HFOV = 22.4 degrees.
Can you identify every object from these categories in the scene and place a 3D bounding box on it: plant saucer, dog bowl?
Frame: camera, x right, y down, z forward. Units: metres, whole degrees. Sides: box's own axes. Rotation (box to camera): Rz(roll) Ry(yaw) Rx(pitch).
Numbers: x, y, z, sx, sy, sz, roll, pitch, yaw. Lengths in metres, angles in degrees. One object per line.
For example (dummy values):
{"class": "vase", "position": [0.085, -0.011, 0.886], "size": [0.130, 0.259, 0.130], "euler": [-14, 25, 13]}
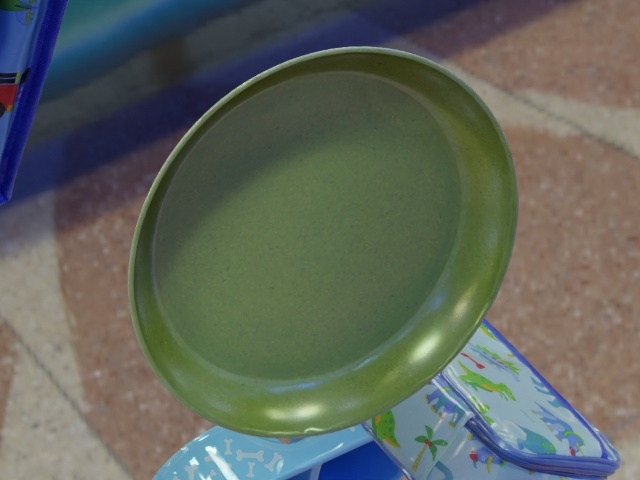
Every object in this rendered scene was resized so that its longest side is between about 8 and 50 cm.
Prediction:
{"class": "plant saucer", "position": [0.000, 0.000, 0.921], "size": [0.241, 0.241, 0.037], "euler": [-22, 31, -16]}
{"class": "dog bowl", "position": [-0.029, 0.229, 1.583], "size": [0.297, 0.166, 0.074], "euler": [-21, 54, -28]}

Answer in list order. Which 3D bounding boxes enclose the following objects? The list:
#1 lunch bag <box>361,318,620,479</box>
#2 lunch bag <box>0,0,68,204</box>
{"class": "lunch bag", "position": [0.111, 0.125, 1.224], "size": [0.176, 0.090, 0.219], "euler": [16, 23, -45]}
{"class": "lunch bag", "position": [-0.242, -0.193, 0.911], "size": [0.221, 0.293, 0.138], "euler": [43, 30, 27]}
